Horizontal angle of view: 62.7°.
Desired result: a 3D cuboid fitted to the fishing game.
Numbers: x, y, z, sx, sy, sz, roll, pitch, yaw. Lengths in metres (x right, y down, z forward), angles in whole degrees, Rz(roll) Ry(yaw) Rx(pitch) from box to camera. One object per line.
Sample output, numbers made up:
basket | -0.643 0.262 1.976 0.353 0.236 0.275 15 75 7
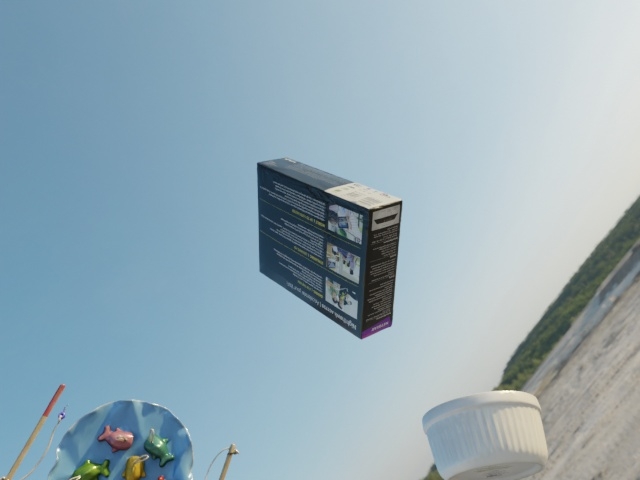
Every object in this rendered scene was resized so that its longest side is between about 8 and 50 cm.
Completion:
fishing game | -0.255 0.299 0.671 0.041 0.263 0.189 120 174 -64

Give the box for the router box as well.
router box | 0.000 0.000 0.537 0.046 0.178 0.133 -16 -60 -36

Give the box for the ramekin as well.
ramekin | 0.288 0.349 0.910 0.207 0.109 0.207 -4 -37 -3
